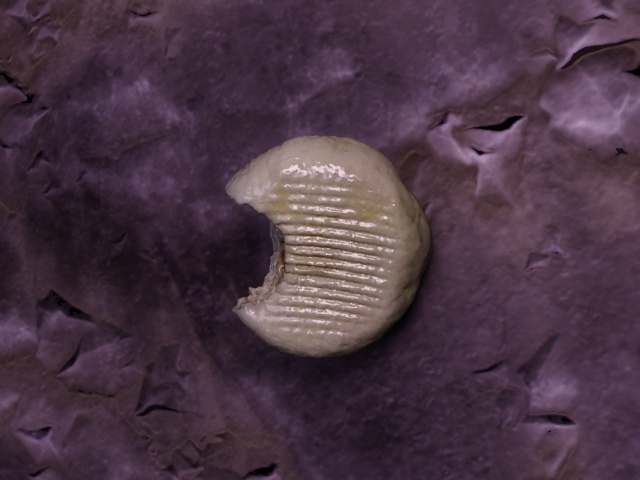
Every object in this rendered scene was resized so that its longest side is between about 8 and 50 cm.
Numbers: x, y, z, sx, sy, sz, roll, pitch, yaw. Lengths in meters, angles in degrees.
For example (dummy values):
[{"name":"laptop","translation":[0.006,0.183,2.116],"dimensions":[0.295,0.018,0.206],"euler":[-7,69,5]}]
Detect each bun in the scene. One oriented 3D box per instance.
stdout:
[{"name":"bun","translation":[0.000,0.000,1.321],"dimensions":[0.204,0.126,0.212],"euler":[27,106,-2]}]
